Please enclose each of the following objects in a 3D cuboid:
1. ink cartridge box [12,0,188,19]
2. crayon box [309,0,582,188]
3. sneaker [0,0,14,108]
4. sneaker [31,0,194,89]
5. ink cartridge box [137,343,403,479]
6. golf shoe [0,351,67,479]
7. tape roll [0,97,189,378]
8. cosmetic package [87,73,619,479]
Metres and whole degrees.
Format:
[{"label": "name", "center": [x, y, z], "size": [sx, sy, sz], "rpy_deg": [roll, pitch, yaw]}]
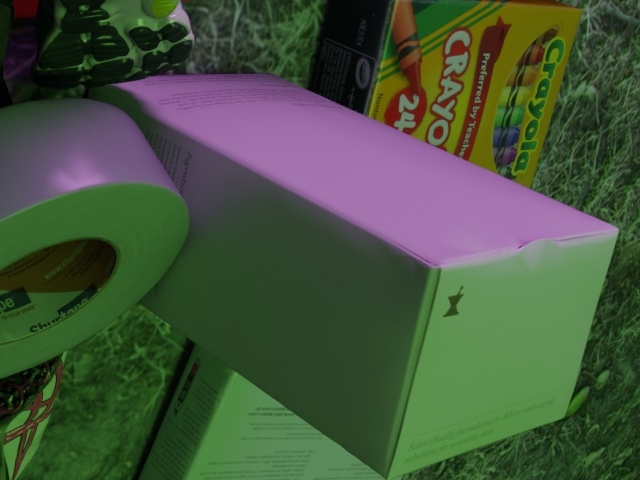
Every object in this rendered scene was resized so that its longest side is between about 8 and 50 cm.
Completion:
[{"label": "ink cartridge box", "center": [-0.142, -0.261, 0.822], "size": [0.275, 0.060, 0.239], "rpy_deg": [-16, 123, -39]}, {"label": "crayon box", "center": [0.129, -0.137, 1.158], "size": [0.318, 0.081, 0.202], "rpy_deg": [-8, 119, -43]}, {"label": "sneaker", "center": [-0.224, -0.144, 0.732], "size": [0.130, 0.109, 0.286], "rpy_deg": [-21, 141, -3]}, {"label": "sneaker", "center": [-0.135, -0.178, 0.784], "size": [0.107, 0.110, 0.275], "rpy_deg": [-9, 162, -18]}, {"label": "ink cartridge box", "center": [-0.050, 0.257, 1.229], "size": [0.324, 0.071, 0.330], "rpy_deg": [11, 109, -48]}, {"label": "golf shoe", "center": [-0.243, 0.126, 0.962], "size": [0.186, 0.067, 0.086], "rpy_deg": [-61, 167, 2]}, {"label": "tape roll", "center": [-0.196, 0.006, 0.792], "size": [0.219, 0.072, 0.219], "rpy_deg": [-29, 160, -11]}, {"label": "cosmetic package", "center": [0.000, 0.000, 0.888], "size": [0.197, 0.365, 0.155], "rpy_deg": [-7, 118, -42]}]
